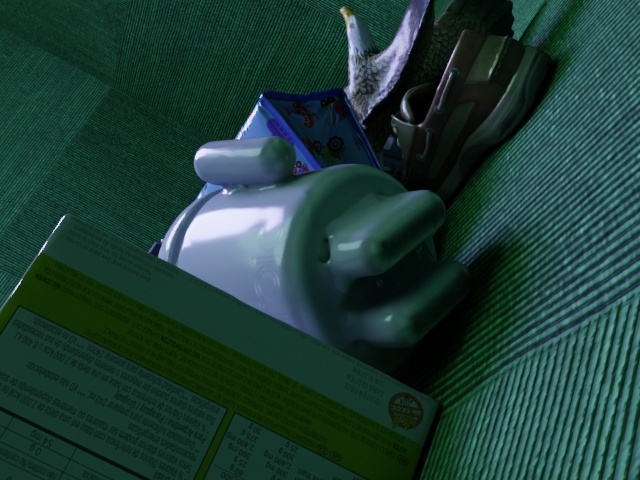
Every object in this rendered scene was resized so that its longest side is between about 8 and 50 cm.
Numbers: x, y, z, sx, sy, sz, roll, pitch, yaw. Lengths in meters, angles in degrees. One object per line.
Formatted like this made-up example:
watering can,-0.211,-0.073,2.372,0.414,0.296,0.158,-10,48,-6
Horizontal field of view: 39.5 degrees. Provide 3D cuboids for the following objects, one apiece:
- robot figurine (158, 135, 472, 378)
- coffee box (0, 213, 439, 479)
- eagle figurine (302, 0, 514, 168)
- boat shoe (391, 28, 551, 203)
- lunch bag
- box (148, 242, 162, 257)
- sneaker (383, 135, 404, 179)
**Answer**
robot figurine,-0.028,0.034,0.885,0.354,0.299,0.200,-7,18,47
coffee box,-0.160,0.247,0.758,0.334,0.338,0.337,-66,6,-31
eagle figurine,0.099,-0.221,1.159,0.298,0.225,0.226,-25,30,29
boat shoe,0.146,-0.143,1.061,0.123,0.116,0.324,-65,6,-33
lunch bag,0.000,0.000,1.068,0.138,0.293,0.221,-12,-29,-43
box,-0.138,0.161,1.204,0.242,0.308,0.076,-66,0,-46
sneaker,0.093,-0.086,1.515,0.319,0.112,0.131,121,158,-54
